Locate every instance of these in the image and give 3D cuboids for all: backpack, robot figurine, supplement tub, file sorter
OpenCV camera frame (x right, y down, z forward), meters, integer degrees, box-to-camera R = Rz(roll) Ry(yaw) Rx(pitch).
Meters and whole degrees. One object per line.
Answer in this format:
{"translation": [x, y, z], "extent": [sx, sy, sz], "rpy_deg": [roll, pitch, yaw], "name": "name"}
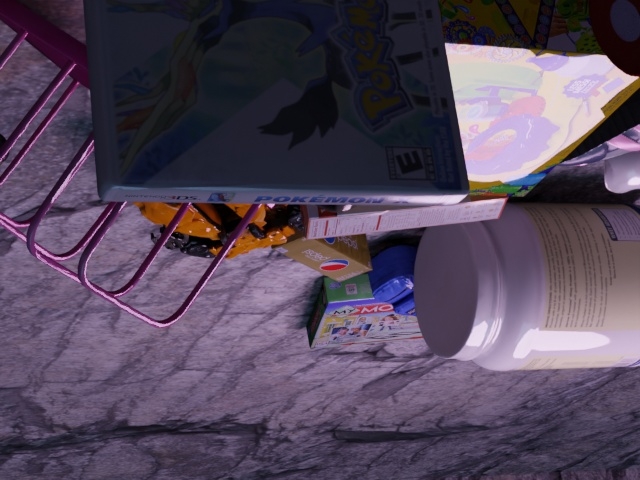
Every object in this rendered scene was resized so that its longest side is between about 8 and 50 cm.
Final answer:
{"translation": [0.134, 0.057, 2.088], "extent": [0.120, 0.101, 0.098], "rpy_deg": [14, 142, -36], "name": "backpack"}
{"translation": [-0.127, -0.060, 1.730], "extent": [0.211, 0.085, 0.291], "rpy_deg": [-16, 156, 16], "name": "robot figurine"}
{"translation": [0.317, 0.063, 1.993], "extent": [0.324, 0.235, 0.235], "rpy_deg": [1, 155, -22], "name": "supplement tub"}
{"translation": [-0.228, -0.073, 1.338], "extent": [0.182, 0.290, 0.202], "rpy_deg": [-55, 152, -4], "name": "file sorter"}

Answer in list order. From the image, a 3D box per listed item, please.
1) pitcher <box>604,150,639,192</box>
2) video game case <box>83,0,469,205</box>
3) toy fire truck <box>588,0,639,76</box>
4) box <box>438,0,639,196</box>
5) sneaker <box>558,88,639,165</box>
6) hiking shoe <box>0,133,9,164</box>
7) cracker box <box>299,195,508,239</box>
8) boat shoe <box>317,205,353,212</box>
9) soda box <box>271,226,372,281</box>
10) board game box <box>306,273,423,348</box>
{"translation": [0.475, -0.110, 1.822], "extent": [0.207, 0.126, 0.178], "rpy_deg": [-6, 180, 19], "name": "pitcher"}
{"translation": [-0.042, -0.186, 1.150], "extent": [0.299, 0.329, 0.036], "rpy_deg": [0, 160, -21], "name": "video game case"}
{"translation": [0.309, -0.283, 1.114], "extent": [0.169, 0.302, 0.254], "rpy_deg": [-23, 168, -23], "name": "toy fire truck"}
{"translation": [0.134, -0.187, 1.414], "extent": [0.279, 0.177, 0.290], "rpy_deg": [1, 155, -21], "name": "box"}
{"translation": [0.400, -0.168, 1.682], "extent": [0.319, 0.112, 0.131], "rpy_deg": [-14, 174, 18], "name": "sneaker"}
{"translation": [-0.392, -0.113, 1.533], "extent": [0.114, 0.086, 0.227], "rpy_deg": [-13, 167, -27], "name": "hiking shoe"}
{"translation": [0.086, -0.094, 1.640], "extent": [0.232, 0.156, 0.067], "rpy_deg": [-6, 158, -7], "name": "cracker box"}
{"translation": [-0.077, -0.149, 1.291], "extent": [0.324, 0.097, 0.116], "rpy_deg": [38, 146, 4], "name": "boat shoe"}
{"translation": [0.000, 0.000, 1.948], "extent": [0.058, 0.061, 0.181], "rpy_deg": [-21, 154, 25], "name": "soda box"}
{"translation": [0.148, 0.104, 2.270], "extent": [0.317, 0.046, 0.213], "rpy_deg": [-5, 158, -10], "name": "board game box"}
